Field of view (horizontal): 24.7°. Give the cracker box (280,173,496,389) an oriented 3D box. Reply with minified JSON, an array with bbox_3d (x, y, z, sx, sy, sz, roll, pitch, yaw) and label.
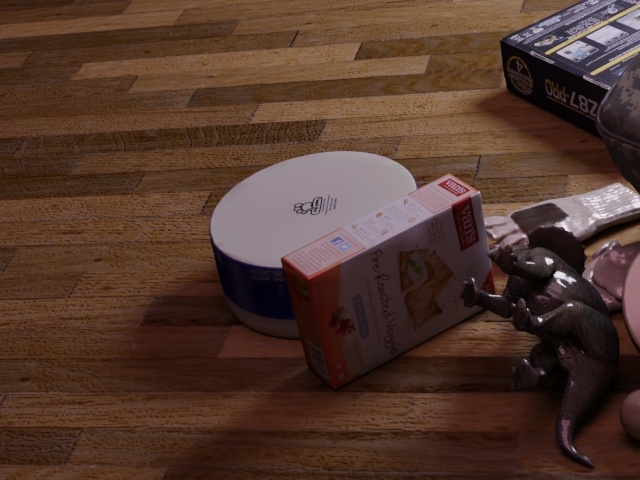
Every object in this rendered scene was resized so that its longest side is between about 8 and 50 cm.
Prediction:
[{"bbox_3d":[0.082,0.045,1.644,0.232,0.156,0.067,-27,35,-20],"label":"cracker box"}]

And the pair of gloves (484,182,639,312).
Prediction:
[{"bbox_3d":[0.317,0.009,1.722,0.204,0.042,0.240,-17,33,-6],"label":"pair of gloves"}]

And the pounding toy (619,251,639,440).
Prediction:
[{"bbox_3d":[0.397,0.109,1.507,0.182,0.110,0.237,6,65,10],"label":"pounding toy"}]

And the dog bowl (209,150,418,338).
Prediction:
[{"bbox_3d":[0.000,0.000,1.792,0.264,0.104,0.265,-9,32,6],"label":"dog bowl"}]

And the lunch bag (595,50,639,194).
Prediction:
[{"bbox_3d":[0.487,-0.089,1.621,0.212,0.256,0.305,-49,43,-11],"label":"lunch bag"}]

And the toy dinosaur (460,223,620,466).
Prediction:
[{"bbox_3d":[0.251,0.083,1.524,0.160,0.121,0.314,2,43,-31],"label":"toy dinosaur"}]

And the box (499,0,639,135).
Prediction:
[{"bbox_3d":[0.502,-0.278,2.049,0.394,0.097,0.318,-27,33,-20],"label":"box"}]
